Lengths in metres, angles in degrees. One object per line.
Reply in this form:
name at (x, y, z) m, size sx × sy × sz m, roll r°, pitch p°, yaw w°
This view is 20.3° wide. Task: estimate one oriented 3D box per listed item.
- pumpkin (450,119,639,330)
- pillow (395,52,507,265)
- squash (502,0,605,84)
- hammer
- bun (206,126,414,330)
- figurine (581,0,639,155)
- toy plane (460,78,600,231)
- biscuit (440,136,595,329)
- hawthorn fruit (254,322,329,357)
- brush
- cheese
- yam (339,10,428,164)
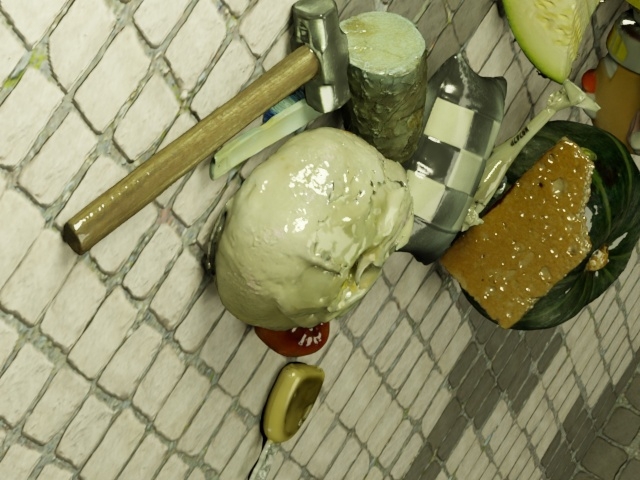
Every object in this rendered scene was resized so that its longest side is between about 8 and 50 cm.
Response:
pumpkin at (0.303, -0.026, 2.410) m, size 0.300 × 0.207 × 0.300 m, roll -32°, pitch 146°, yaw -24°
pillow at (0.138, -0.094, 2.094) m, size 0.250 × 0.106 × 0.186 m, roll -67°, pitch 158°, yaw 3°
squash at (0.258, -0.328, 2.067) m, size 0.203 × 0.111 × 0.289 m, roll -65°, pitch 161°, yaw -7°
hammer at (-0.101, -0.097, 1.652) m, size 0.365 × 0.043 × 0.111 m, roll -40°, pitch 137°, yaw -34°
bun at (0.000, 0.000, 1.835) m, size 0.239 × 0.141 × 0.239 m, roll -39°, pitch 155°, yaw -22°
figurine at (0.457, -0.251, 2.490) m, size 0.342 × 0.167 × 0.285 m, roll -45°, pitch 149°, yaw -46°
toy plane at (0.216, -0.094, 2.198) m, size 0.286 × 0.092 × 0.108 m, roll -45°, pitch -155°, yaw 19°
biscuit at (0.271, -0.009, 2.252) m, size 0.237 × 0.131 × 0.026 m, roll -46°, pitch 177°, yaw 19°
hawthorn fruit at (-0.036, 0.091, 1.974) m, size 0.081 × 0.093 × 0.081 m, roll 5°, pitch 81°, yaw -33°
brush at (-0.055, -0.110, 1.759) m, size 0.178 × 0.030 × 0.033 m, roll -34°, pitch 153°, yaw -41°
cheese at (-0.050, 0.224, 2.155) m, size 0.086 × 0.036 × 0.162 m, roll 6°, pitch 111°, yaw -65°
yam at (0.064, -0.159, 1.864) m, size 0.107 × 0.107 × 0.183 m, roll -50°, pitch 158°, yaw -25°
